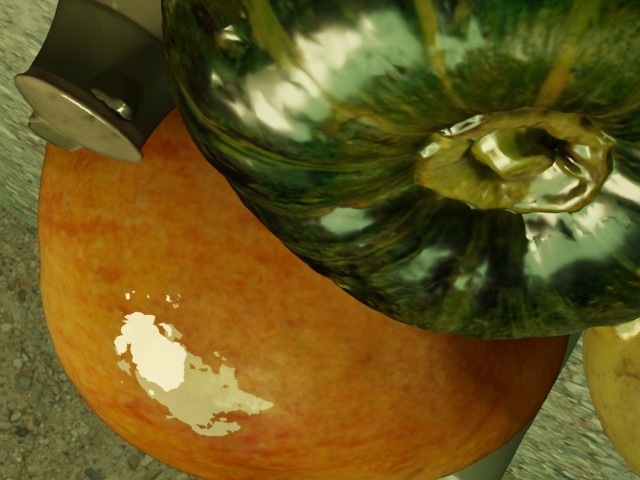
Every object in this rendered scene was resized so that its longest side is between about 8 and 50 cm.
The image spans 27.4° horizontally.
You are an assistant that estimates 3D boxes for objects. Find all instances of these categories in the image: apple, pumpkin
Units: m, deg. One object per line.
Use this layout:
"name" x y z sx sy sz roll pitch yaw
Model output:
"apple" 0.000 0.000 0.737 0.275 0.299 0.299 9 160 22
"pumpkin" 0.070 -0.087 0.477 0.260 0.189 0.260 4 146 3

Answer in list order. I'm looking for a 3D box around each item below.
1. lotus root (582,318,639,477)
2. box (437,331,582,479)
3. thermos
"lotus root" 0.217 0.053 0.642 0.310 0.183 0.183 31 168 -17
"box" 0.033 0.043 0.992 0.299 0.200 0.106 25 165 28
"thermos" -0.069 -0.125 0.601 0.105 0.193 0.137 37 167 -30
